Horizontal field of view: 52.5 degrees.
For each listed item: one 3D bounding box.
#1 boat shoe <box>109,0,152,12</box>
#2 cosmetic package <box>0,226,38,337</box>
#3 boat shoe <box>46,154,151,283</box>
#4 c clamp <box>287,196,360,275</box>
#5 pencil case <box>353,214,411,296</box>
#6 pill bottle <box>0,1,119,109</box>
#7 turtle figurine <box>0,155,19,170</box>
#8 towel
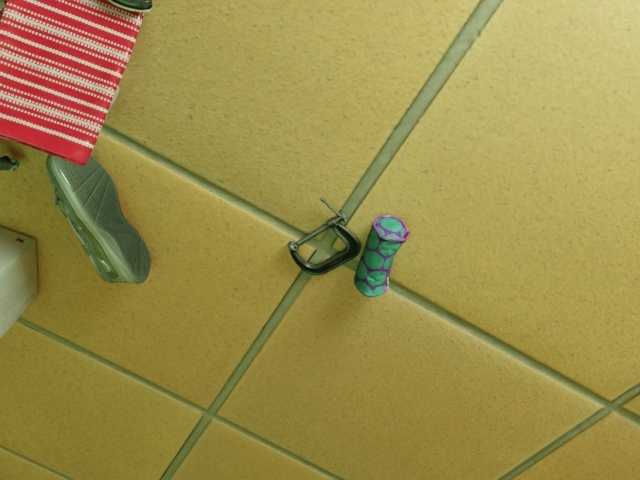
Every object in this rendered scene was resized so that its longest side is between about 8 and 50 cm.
[{"bbox_3d":[-0.312,-0.390,0.976,0.133,0.048,0.042,32,137,-3],"label":"boat shoe"},{"bbox_3d":[-0.717,0.079,1.393,0.152,0.151,0.183,20,129,2],"label":"cosmetic package"},{"bbox_3d":[-0.439,-0.039,1.246,0.103,0.118,0.320,-8,131,17],"label":"boat shoe"},{"bbox_3d":[0.000,0.000,1.208,0.137,0.022,0.161,39,126,-21],"label":"c clamp"},{"bbox_3d":[0.109,0.030,1.168,0.070,0.064,0.151,27,132,16],"label":"pencil case"},{"bbox_3d":[-0.447,-0.276,1.058,0.216,0.121,0.121,34,128,-10],"label":"pill bottle"},{"bbox_3d":[-0.641,-0.187,1.195,0.234,0.118,0.175,-36,111,29],"label":"turtle figurine"},{"bbox_3d":[-0.407,-0.270,0.988,0.199,0.031,0.274,21,89,-11],"label":"towel"}]
